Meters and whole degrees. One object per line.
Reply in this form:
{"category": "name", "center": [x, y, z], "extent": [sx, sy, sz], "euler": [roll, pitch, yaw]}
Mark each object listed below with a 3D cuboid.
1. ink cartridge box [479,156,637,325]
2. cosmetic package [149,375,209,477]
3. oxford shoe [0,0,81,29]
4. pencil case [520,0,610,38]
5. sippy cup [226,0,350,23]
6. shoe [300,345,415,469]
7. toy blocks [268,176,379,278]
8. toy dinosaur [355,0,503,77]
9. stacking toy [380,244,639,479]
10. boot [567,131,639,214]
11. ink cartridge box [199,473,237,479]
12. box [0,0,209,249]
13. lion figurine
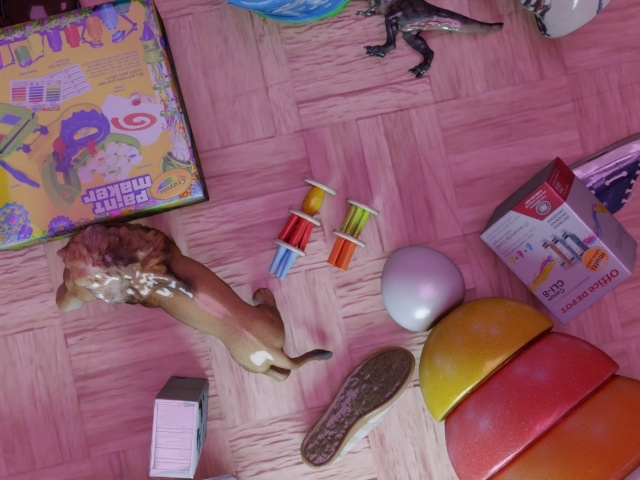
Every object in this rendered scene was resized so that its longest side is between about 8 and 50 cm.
{"category": "ink cartridge box", "center": [0.336, 0.001, 1.493], "extent": [0.176, 0.127, 0.128], "euler": [46, 117, -2]}
{"category": "cosmetic package", "center": [-0.186, 0.245, 1.434], "extent": [0.060, 0.239, 0.099], "euler": [6, 90, -3]}
{"category": "oxford shoe", "center": [-0.451, -0.312, 1.500], "extent": [0.227, 0.096, 0.083], "euler": [-12, 88, -4]}
{"category": "pencil case", "center": [0.242, -0.443, 1.431], "extent": [0.410, 0.183, 0.160], "euler": [38, 68, -23]}
{"category": "sippy cup", "center": [-0.059, -0.398, 1.416], "extent": [0.305, 0.224, 0.240], "euler": [-34, 95, 21]}
{"category": "shoe", "center": [0.053, 0.240, 1.541], "extent": [0.076, 0.058, 0.219], "euler": [42, 84, 18]}
{"category": "toy blocks", "center": [0.000, 0.000, 1.536], "extent": [0.123, 0.054, 0.148], "euler": [26, 89, -1]}
{"category": "toy dinosaur", "center": [0.127, -0.308, 1.542], "extent": [0.268, 0.064, 0.118], "euler": [18, 82, -5]}
{"category": "stacking toy", "center": [0.255, 0.197, 1.468], "extent": [0.350, 0.350, 0.480], "euler": [-38, 72, -2]}
{"category": "boot", "center": [0.436, -0.095, 1.554], "extent": [0.190, 0.069, 0.086], "euler": [-25, 98, 6]}
{"category": "ink cartridge box", "center": [-0.231, 0.476, 1.486], "extent": [0.309, 0.130, 0.272], "euler": [-11, 89, -3]}
{"category": "box", "center": [-0.329, -0.154, 1.462], "extent": [0.290, 0.177, 0.279], "euler": [-14, 90, -3]}
{"category": "lion figurine", "center": [-0.156, 0.087, 1.436], "extent": [0.392, 0.240, 0.142], "euler": [23, 89, -3]}
